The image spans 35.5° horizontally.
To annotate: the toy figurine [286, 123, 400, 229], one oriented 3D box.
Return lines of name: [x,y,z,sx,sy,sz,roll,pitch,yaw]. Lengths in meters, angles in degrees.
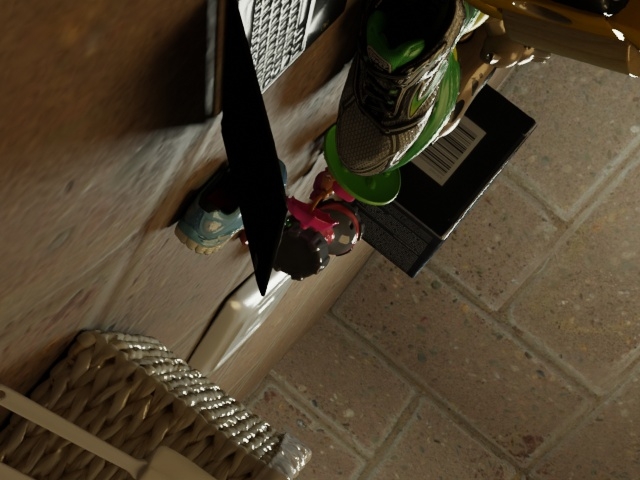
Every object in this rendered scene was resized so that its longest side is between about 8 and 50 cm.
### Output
toy figurine: [0.018,-0.087,1.418,0.159,0.130,0.173,-38,-151,43]

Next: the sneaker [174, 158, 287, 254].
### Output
sneaker: [-0.079,-0.048,1.029,0.162,0.063,0.073,-44,168,-47]

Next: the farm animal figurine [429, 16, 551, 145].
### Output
farm animal figurine: [0.192,-0.252,1.237,0.326,0.172,0.330,-52,174,15]

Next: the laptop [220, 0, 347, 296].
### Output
laptop: [-0.003,-0.122,0.781,0.264,0.137,0.234,-48,174,-18]

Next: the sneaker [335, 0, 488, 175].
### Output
sneaker: [0.079,-0.200,1.066,0.146,0.134,0.343,-36,157,-41]

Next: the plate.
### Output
plate: [-0.126,0.125,1.803,0.278,0.045,0.277,-44,171,-47]

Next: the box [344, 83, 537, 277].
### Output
box: [0.217,-0.128,1.984,0.293,0.212,0.395,-50,175,-11]

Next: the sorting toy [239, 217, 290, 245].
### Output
sorting toy: [-0.066,-0.026,1.334,0.102,0.042,0.061,-55,172,35]

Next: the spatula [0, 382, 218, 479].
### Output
spatula: [-0.226,0.235,0.904,0.168,0.242,0.019,-55,-161,1]

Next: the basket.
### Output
basket: [-0.216,0.293,1.120,0.328,0.266,0.331,-50,173,-3]

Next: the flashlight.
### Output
flashlight: [0.000,0.000,1.640,0.103,0.103,0.304,-17,-172,14]

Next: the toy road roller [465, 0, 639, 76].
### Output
toy road roller: [0.220,-0.292,0.819,0.330,0.203,0.240,13,100,-59]
